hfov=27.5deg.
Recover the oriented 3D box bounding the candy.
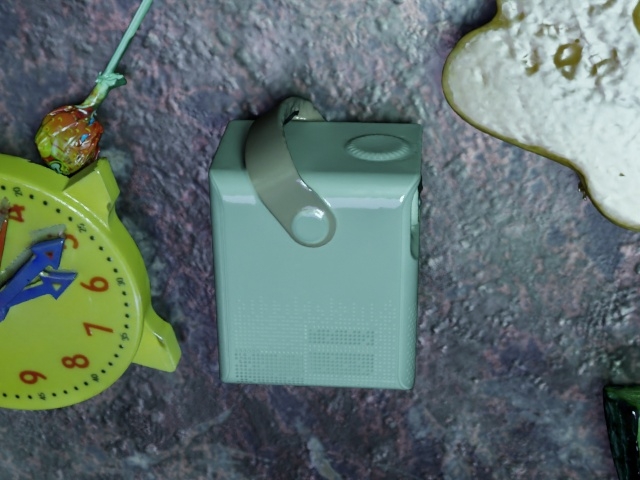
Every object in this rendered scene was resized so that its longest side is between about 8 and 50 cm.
[{"bbox_3d":[-0.191,-0.147,1.157,0.060,0.060,0.201,31,105,-7],"label":"candy"}]

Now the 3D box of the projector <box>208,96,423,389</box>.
[{"bbox_3d":[0.000,0.000,1.132,0.177,0.163,0.242,0,115,4],"label":"projector"}]

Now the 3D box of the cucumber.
[{"bbox_3d":[0.313,0.201,1.230,0.115,0.086,0.193,-31,119,-30],"label":"cucumber"}]

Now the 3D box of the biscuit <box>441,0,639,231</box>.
[{"bbox_3d":[0.240,-0.163,1.063,0.287,0.057,0.344,-25,94,12],"label":"biscuit"}]

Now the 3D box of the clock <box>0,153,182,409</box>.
[{"bbox_3d":[-0.295,0.050,1.209,0.293,0.071,0.277,-12,121,19],"label":"clock"}]

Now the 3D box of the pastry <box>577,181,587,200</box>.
[{"bbox_3d":[0.286,-0.084,1.124,0.080,0.056,0.140,27,113,3],"label":"pastry"}]
